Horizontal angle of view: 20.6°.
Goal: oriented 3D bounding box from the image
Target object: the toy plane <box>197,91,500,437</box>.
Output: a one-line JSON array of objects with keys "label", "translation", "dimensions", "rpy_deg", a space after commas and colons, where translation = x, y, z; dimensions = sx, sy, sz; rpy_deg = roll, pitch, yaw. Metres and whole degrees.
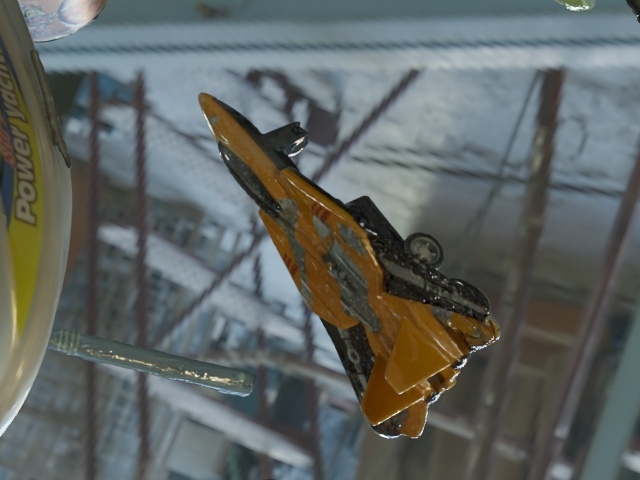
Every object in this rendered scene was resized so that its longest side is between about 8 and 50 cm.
[{"label": "toy plane", "translation": [0.010, -0.004, 1.400], "dimensions": [0.316, 0.103, 0.204], "rpy_deg": [57, 144, 21]}]

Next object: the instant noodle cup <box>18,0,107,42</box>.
[{"label": "instant noodle cup", "translation": [-0.317, -0.327, 1.908], "dimensions": [0.215, 0.216, 0.172], "rpy_deg": [19, 155, 12]}]

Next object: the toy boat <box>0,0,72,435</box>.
[{"label": "toy boat", "translation": [-0.163, -0.046, 0.583], "dimensions": [0.141, 0.141, 0.269], "rpy_deg": [31, -155, -35]}]

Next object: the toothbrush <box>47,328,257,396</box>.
[{"label": "toothbrush", "translation": [-0.142, 0.062, 1.060], "dimensions": [0.219, 0.016, 0.019], "rpy_deg": [16, 155, -17]}]

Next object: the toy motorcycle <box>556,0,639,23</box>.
[{"label": "toy motorcycle", "translation": [0.288, -0.390, 1.677], "dimensions": [0.237, 0.410, 0.168], "rpy_deg": [-2, -173, 25]}]

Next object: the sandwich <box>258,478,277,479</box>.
[{"label": "sandwich", "translation": [-0.050, 0.246, 1.557], "dimensions": [0.029, 0.067, 0.135], "rpy_deg": [55, 179, -19]}]
